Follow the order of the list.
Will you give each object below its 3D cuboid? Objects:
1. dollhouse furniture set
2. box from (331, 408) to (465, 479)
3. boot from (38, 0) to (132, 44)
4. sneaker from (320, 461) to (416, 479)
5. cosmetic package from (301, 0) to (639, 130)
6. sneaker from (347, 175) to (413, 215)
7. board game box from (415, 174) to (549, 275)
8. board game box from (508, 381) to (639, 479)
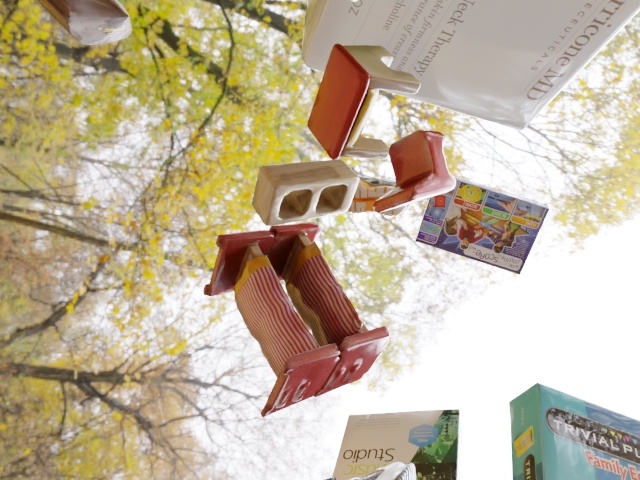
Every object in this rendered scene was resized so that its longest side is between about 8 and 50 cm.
[{"bbox_3d":[0.000,0.000,0.613,0.201,0.152,0.374,55,-39,32],"label":"dollhouse furniture set"},{"bbox_3d":[0.130,0.436,0.965,0.232,0.322,0.058,-11,-64,21],"label":"box"},{"bbox_3d":[-0.147,-0.156,0.334,0.114,0.106,0.037,37,-64,6],"label":"boot"},{"bbox_3d":[0.013,0.321,0.621,0.146,0.330,0.122,3,-93,28],"label":"sneaker"},{"bbox_3d":[0.213,-0.430,0.818,0.329,0.394,0.327,124,-26,-54],"label":"cosmetic package"},{"bbox_3d":[0.118,-0.101,1.200,0.215,0.083,0.084,21,-59,41],"label":"sneaker"},{"bbox_3d":[0.290,-0.031,1.002,0.201,0.035,0.136,19,-68,6],"label":"board game box"},{"bbox_3d":[0.373,0.379,0.687,0.079,0.254,0.336,116,-7,-47],"label":"board game box"}]
